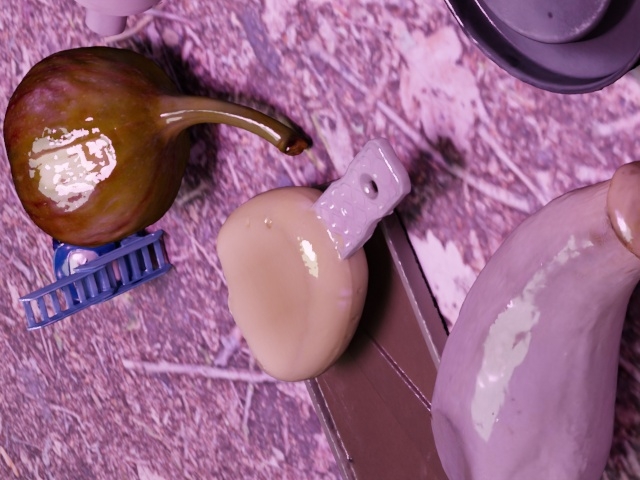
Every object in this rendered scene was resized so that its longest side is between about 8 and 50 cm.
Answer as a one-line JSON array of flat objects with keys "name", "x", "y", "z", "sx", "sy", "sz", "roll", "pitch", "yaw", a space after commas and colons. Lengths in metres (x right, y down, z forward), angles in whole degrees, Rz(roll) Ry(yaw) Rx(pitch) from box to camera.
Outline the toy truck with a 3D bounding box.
[{"name": "toy truck", "x": -0.189, "y": 0.028, "z": 1.557, "sx": 0.074, "sy": 0.136, "sz": 0.063, "roll": 14, "pitch": 124, "yaw": 53}]

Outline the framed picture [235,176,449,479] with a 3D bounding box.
[{"name": "framed picture", "x": 0.033, "y": 0.083, "z": 1.376, "sx": 0.189, "sy": 0.023, "sz": 0.260, "roll": -16, "pitch": 98, "yaw": 59}]

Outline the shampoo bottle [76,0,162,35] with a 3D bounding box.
[{"name": "shampoo bottle", "x": -0.123, "y": -0.250, "z": 1.310, "sx": 0.092, "sy": 0.092, "sz": 0.303, "roll": 48, "pitch": 145, "yaw": 25}]

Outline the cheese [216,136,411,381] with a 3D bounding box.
[{"name": "cheese", "x": 0.000, "y": 0.000, "z": 1.299, "sx": 0.127, "sy": 0.050, "sz": 0.255, "roll": 60, "pitch": 149, "yaw": 13}]

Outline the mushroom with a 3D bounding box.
[{"name": "mushroom", "x": 0.133, "y": 0.053, "z": 1.136, "sx": 0.118, "sy": 0.103, "sz": 0.270, "roll": 43, "pitch": 137, "yaw": 32}]

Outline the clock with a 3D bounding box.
[{"name": "clock", "x": 0.124, "y": -0.169, "z": 1.048, "sx": 0.184, "sy": 0.040, "sz": 0.184, "roll": 34, "pitch": 137, "yaw": 39}]

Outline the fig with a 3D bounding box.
[{"name": "fig", "x": -0.117, "y": -0.075, "z": 1.408, "sx": 0.245, "sy": 0.149, "sz": 0.149, "roll": -8, "pitch": 106, "yaw": 39}]
